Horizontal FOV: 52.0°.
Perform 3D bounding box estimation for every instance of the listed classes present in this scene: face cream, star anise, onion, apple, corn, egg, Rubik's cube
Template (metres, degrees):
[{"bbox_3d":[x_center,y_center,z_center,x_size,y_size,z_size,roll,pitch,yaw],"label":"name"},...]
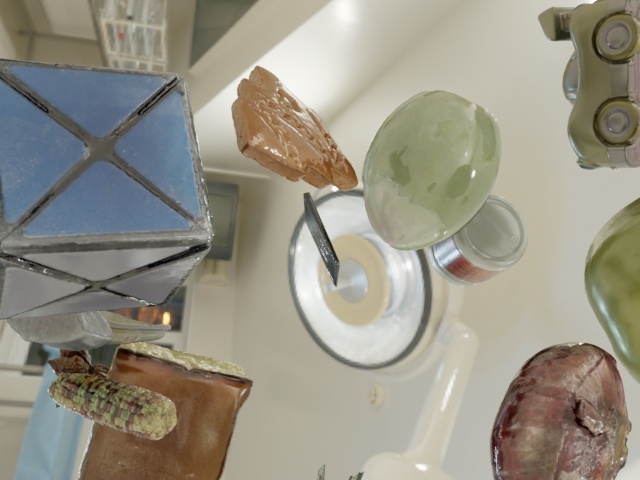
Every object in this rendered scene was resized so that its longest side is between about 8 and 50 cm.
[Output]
[{"bbox_3d":[0.401,0.002,1.682,0.187,0.201,0.201,126,-31,-67],"label":"face cream"},{"bbox_3d":[-0.572,0.311,1.564,0.196,0.111,0.212,52,11,18],"label":"star anise"},{"bbox_3d":[0.229,0.199,0.688,0.151,0.098,0.205,-13,-125,50],"label":"onion"},{"bbox_3d":[0.591,0.072,0.988,0.357,0.357,0.357,-174,-90,-80],"label":"apple"},{"bbox_3d":[-0.385,0.302,1.213,0.086,0.253,0.086,10,90,-72],"label":"corn"},{"bbox_3d":[0.223,-0.138,1.391,0.336,0.278,0.278,-64,-169,0],"label":"egg"},{"bbox_3d":[-0.308,-0.052,0.851,0.255,0.259,0.260,-45,-128,54],"label":"Rubik's cube"}]

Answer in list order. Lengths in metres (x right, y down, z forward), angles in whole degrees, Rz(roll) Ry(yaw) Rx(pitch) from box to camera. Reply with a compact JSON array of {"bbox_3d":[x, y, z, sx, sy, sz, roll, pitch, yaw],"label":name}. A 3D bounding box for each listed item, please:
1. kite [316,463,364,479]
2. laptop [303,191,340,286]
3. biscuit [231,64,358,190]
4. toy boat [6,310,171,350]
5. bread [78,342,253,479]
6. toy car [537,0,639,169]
[{"bbox_3d":[-0.012,0.703,1.620,0.406,0.014,0.368,-52,-165,26],"label":"kite"},{"bbox_3d":[0.000,0.000,1.499,0.135,0.016,0.197,91,-21,-60],"label":"laptop"},{"bbox_3d":[-0.053,-0.182,1.109,0.043,0.284,0.306,-40,-179,26],"label":"biscuit"},{"bbox_3d":[-0.484,0.155,1.296,0.293,0.276,0.111,48,60,-76],"label":"toy boat"},{"bbox_3d":[-0.354,0.416,1.509,0.143,0.324,0.333,-149,-105,-69],"label":"bread"},{"bbox_3d":[0.590,-0.322,1.351,0.226,0.242,0.336,8,-72,48],"label":"toy car"}]
